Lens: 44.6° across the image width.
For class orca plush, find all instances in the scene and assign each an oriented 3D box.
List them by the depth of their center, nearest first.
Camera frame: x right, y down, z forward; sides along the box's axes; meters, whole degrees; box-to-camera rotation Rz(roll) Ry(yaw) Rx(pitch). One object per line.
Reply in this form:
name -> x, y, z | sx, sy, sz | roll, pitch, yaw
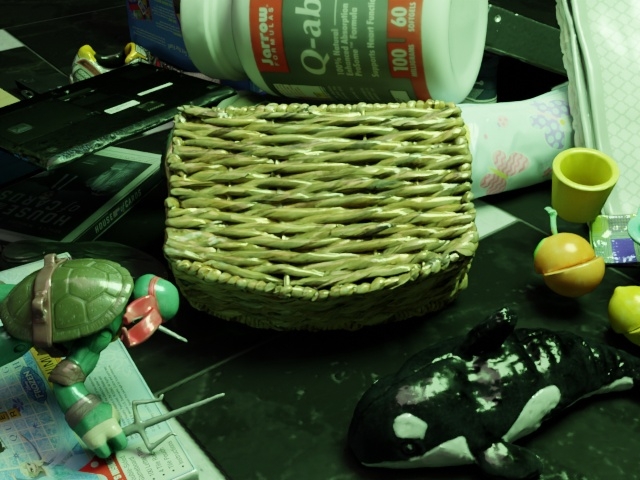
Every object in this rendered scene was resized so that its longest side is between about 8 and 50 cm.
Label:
orca plush -> 0.163, 0.107, 0.639 | 0.287, 0.102, 0.151 | -2, 33, -4

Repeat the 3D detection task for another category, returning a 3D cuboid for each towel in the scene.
towel -> 0.339, -0.002, 0.858 | 0.083, 0.009, 0.060 | 0, 75, 3
towel -> 0.456, -0.177, 0.936 | 0.317, 0.053, 0.331 | -4, 77, -5

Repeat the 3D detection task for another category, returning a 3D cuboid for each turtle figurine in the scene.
turtle figurine -> -0.188, 0.065, 0.583 | 0.234, 0.118, 0.175 | -4, 33, 1

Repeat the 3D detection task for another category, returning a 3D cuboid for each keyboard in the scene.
keyboard -> -0.413, -0.223, 1.220 | 0.180, 0.023, 0.108 | 28, 36, 37

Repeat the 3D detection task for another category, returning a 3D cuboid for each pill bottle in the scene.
pill bottle -> 0.016, -0.287, 1.014 | 0.363, 0.210, 0.210 | 8, 33, 25

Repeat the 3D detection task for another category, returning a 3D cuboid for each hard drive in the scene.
hard drive -> 0.280, -0.327, 1.224 | 0.339, 0.064, 0.237 | 9, 20, -31

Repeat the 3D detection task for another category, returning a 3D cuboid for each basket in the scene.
basket -> 0.000, 0.000, 0.814 | 0.299, 0.223, 0.213 | -2, 66, -3

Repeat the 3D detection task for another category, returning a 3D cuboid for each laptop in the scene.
laptop -> -0.258, -0.099, 0.857 | 0.264, 0.136, 0.234 | 22, 40, 35

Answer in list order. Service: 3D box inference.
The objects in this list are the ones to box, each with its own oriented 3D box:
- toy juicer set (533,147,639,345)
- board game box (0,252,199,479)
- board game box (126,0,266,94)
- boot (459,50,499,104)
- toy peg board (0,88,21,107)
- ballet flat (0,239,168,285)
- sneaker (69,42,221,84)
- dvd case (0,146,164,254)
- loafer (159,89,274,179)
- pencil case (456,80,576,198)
toy juicer set -> 0.368, 0.018, 0.753 | 0.329, 0.089, 0.209 | 18, 50, 19
board game box -> -0.300, 0.153, 0.600 | 0.318, 0.065, 0.319 | -17, 37, -26
board game box -> -0.203, -0.402, 1.300 | 0.078, 0.233, 0.347 | -27, 42, -36
boot -> 0.200, -0.274, 1.238 | 0.190, 0.086, 0.069 | 25, 41, 33
toy peg board -> -0.462, -0.126, 1.028 | 0.161, 0.079, 0.161 | 30, 45, 25
ballet flat -> -0.246, 0.031, 0.817 | 0.173, 0.049, 0.057 | 6, 39, -3
sneaker -> -0.260, -0.244, 1.175 | 0.225, 0.092, 0.088 | -1, 33, -22
dvd case -> -0.319, -0.055, 0.954 | 0.179, 0.029, 0.238 | 11, 34, 18
loafer -> -0.110, -0.123, 1.006 | 0.087, 0.094, 0.251 | 24, 32, 11
pencil case -> 0.253, -0.128, 0.982 | 0.273, 0.124, 0.113 | -16, 36, -21
